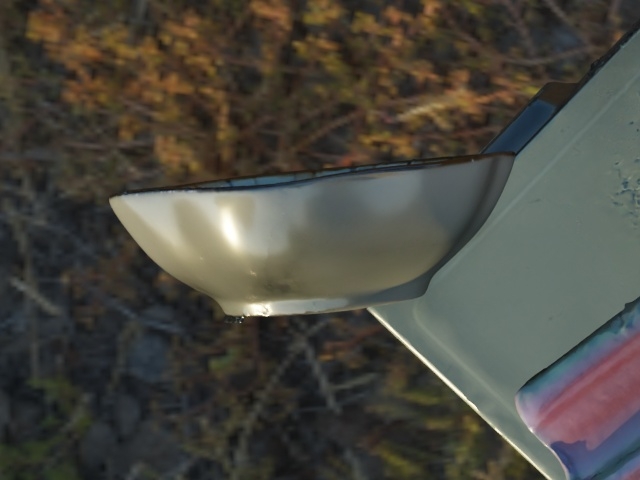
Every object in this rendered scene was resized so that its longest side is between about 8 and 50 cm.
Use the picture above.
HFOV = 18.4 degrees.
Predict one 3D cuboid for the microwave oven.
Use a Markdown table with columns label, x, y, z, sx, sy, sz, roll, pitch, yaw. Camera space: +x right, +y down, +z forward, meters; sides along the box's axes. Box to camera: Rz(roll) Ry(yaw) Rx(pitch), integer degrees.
| label | x | y | z | sx | sy | sz | roll | pitch | yaw |
| --- | --- | --- | --- | --- | --- | --- | --- | --- | --- |
| microwave oven | 0.219 | -0.003 | 1.439 | 0.237 | 0.181 | 0.295 | 43 | 109 | 1 |

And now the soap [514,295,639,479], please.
| label | x | y | z | sx | sy | sz | roll | pitch | yaw |
| --- | --- | --- | --- | --- | --- | --- | --- | --- | --- |
| soap | 0.292 | 0.046 | 1.122 | 0.324 | 0.193 | 0.109 | -42 | 60 | 25 |

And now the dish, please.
| label | x | y | z | sx | sy | sz | roll | pitch | yaw |
| --- | --- | --- | --- | --- | --- | --- | --- | --- | --- |
| dish | 0.000 | 0.000 | 0.905 | 0.191 | 0.191 | 0.066 | -4 | 94 | 34 |
